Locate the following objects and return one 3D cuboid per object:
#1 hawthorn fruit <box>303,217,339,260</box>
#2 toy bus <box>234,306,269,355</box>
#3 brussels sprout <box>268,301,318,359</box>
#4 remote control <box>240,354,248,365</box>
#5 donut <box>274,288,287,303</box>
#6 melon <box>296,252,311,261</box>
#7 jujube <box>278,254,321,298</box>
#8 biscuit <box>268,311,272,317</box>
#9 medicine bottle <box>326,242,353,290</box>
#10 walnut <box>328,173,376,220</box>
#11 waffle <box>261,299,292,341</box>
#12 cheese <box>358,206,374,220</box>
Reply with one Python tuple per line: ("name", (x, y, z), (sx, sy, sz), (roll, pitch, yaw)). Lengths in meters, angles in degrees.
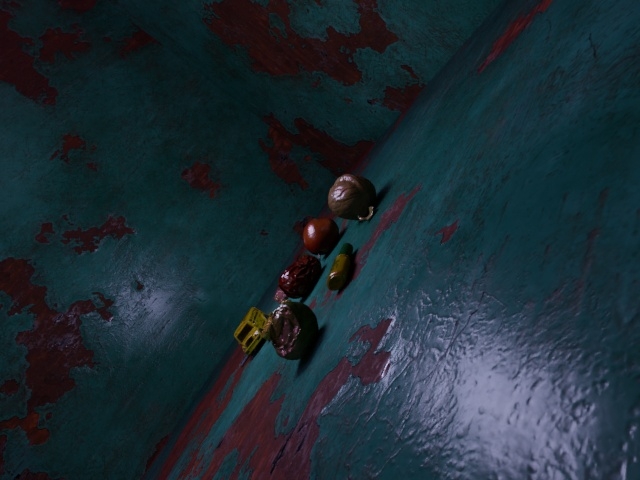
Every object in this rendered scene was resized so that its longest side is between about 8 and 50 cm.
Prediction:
("hawthorn fruit", (0.000, 0.000, 2.121), (0.196, 0.196, 0.226), (137, 142, -59))
("toy bus", (-0.369, 0.483, 2.229), (0.144, 0.152, 0.330), (-52, 7, 6))
("brussels sprout", (-0.077, 0.283, 1.296), (0.131, 0.145, 0.183), (-24, 65, 27))
("remote control", (-0.401, 0.634, 2.260), (0.124, 0.018, 0.053), (-56, 8, -14))
("donut", (-0.220, 0.315, 2.414), (0.166, 0.065, 0.117), (-51, 6, 35))
("melon", (-0.089, 0.122, 2.346), (0.099, 0.099, 0.162), (-53, 9, 5))
("jujube", (-0.093, 0.168, 1.937), (0.230, 0.155, 0.155), (-51, 4, -33))
("biscuit", (-0.310, 0.465, 2.451), (0.084, 0.023, 0.084), (-53, 7, 9))
("medicine bottle", (0.079, 0.085, 1.504), (0.095, 0.064, 0.260), (-57, 5, 30))
("walnut", (0.146, -0.196, 1.875), (0.228, 0.228, 0.228), (-53, 7, 9))
("waffle", (-0.205, 0.376, 2.037), (0.211, 0.055, 0.160), (-53, 8, 11))
("cheese", (0.197, -0.105, 1.751), (0.084, 0.041, 0.060), (-39, 12, -7))
